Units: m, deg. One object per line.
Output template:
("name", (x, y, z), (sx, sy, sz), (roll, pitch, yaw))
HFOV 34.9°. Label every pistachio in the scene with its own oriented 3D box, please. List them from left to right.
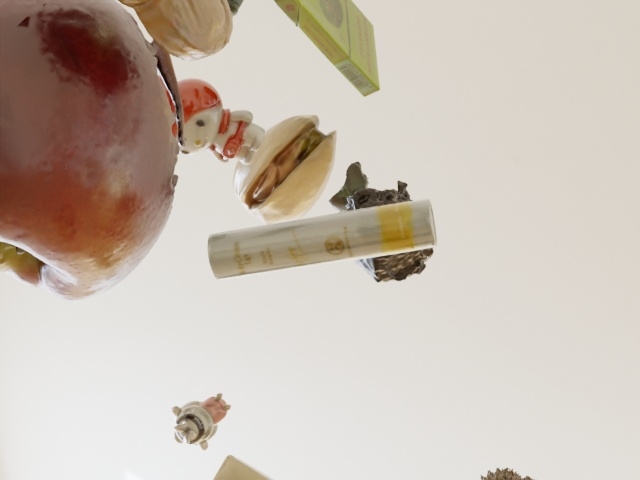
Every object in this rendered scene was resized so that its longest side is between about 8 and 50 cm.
("pistachio", (-0.074, -0.153, 2.230), (0.318, 0.193, 0.214), (-44, 3, 39))

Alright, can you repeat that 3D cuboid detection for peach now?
("peach", (-0.355, -0.122, 1.249), (0.335, 0.406, 0.310), (1, 5, 32))

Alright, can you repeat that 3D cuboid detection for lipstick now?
("lipstick", (0.000, 0.000, 1.174), (0.263, 0.059, 0.059), (-10, -11, 10))

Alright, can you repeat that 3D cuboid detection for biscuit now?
("biscuit", (-0.206, -0.374, 1.117), (0.051, 0.376, 0.269), (-23, 18, 24))

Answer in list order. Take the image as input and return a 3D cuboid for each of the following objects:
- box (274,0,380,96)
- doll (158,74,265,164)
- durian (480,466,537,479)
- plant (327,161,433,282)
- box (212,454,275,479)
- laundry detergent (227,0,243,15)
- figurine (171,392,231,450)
("box", (0.013, -0.449, 2.019), (0.047, 0.187, 0.335), (-20, -36, 25))
("doll", (-0.253, -0.235, 1.940), (0.290, 0.130, 0.161), (22, -46, -15))
("durian", (0.262, 0.389, 1.385), (0.137, 0.168, 0.158), (30, -26, -13))
("plant", (0.093, -0.027, 1.677), (0.131, 0.203, 0.142), (-13, -37, -33))
("box", (-0.059, 0.391, 1.411), (0.212, 0.095, 0.168), (31, -11, 4))
("laundry detergent", (-0.163, -0.458, 1.731), (0.063, 0.211, 0.137), (19, -28, -40))
("figurine", (-0.195, 0.277, 1.610), (0.081, 0.098, 0.146), (30, -16, 0))
